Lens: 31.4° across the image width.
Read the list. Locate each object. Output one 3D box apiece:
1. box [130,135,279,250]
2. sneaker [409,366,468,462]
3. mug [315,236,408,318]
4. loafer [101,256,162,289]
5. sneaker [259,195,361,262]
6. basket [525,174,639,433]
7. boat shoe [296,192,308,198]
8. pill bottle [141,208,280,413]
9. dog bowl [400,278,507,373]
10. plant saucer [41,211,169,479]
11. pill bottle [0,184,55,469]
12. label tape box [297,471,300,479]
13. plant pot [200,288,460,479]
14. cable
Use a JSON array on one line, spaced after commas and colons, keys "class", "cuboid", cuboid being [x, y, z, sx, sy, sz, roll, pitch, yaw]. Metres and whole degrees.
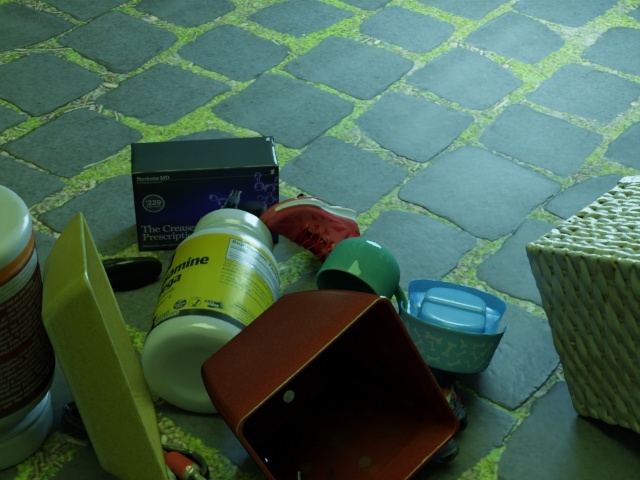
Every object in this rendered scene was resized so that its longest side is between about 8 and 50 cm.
[{"class": "box", "cuboid": [-0.209, -0.085, 2.078, 0.261, 0.184, 0.103, -4, 37, -6]}, {"class": "sneaker", "cuboid": [0.185, 0.261, 1.743, 0.087, 0.083, 0.221, 23, 42, 1]}, {"class": "mug", "cuboid": [0.075, 0.066, 1.939, 0.129, 0.157, 0.097, 4, 48, 36]}, {"class": "loafer", "cuboid": [-0.365, 0.052, 1.996, 0.170, 0.062, 0.061, -10, 34, -17]}, {"class": "sneaker", "cuboid": [0.000, 0.000, 1.994, 0.221, 0.087, 0.128, 2, 58, -41]}, {"class": "basket", "cuboid": [0.527, 0.104, 1.684, 0.266, 0.331, 0.328, -29, 20, -26]}, {"class": "boat shoe", "cuboid": [-0.015, -0.033, 2.126, 0.056, 0.049, 0.152, -15, 42, -24]}, {"class": "pill bottle", "cuboid": [-0.166, 0.101, 1.834, 0.188, 0.188, 0.334, 4, 37, 3]}, {"class": "dog bowl", "cuboid": [0.208, 0.135, 1.810, 0.166, 0.074, 0.297, 13, 13, 6]}, {"class": "plant saucer", "cuboid": [-0.309, 0.159, 1.581, 0.081, 0.333, 0.333, -20, 19, -8]}, {"class": "pill bottle", "cuboid": [-0.499, 0.130, 1.615, 0.224, 0.392, 0.224, 1, 37, 0]}, {"class": "label tape box", "cuboid": [-0.064, 0.474, 1.310, 0.106, 0.240, 0.333, -3, 37, -2]}, {"class": "plant pot", "cuboid": [-0.012, 0.222, 1.603, 0.267, 0.267, 0.236, -40, 31, -16]}, {"class": "cable", "cuboid": [-0.268, 0.297, 1.669, 0.139, 0.072, 0.287, -20, 42, -33]}]
